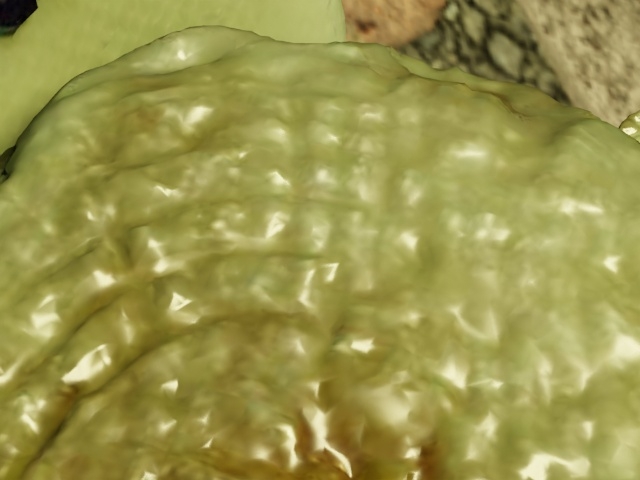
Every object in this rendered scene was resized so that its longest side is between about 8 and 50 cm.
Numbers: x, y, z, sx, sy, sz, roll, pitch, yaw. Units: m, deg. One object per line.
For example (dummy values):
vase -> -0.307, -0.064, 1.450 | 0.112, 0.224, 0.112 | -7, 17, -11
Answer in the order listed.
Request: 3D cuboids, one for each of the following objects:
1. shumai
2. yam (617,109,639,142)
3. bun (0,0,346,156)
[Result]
shumai -> 0.005, 0.124, 0.612 | 0.304, 0.263, 0.309 | 25, 58, 12
yam -> 0.159, 0.085, 0.763 | 0.083, 0.371, 0.083 | -6, 52, 8
bun -> -0.138, -0.046, 0.704 | 0.187, 0.293, 0.293 | 31, 38, 33
